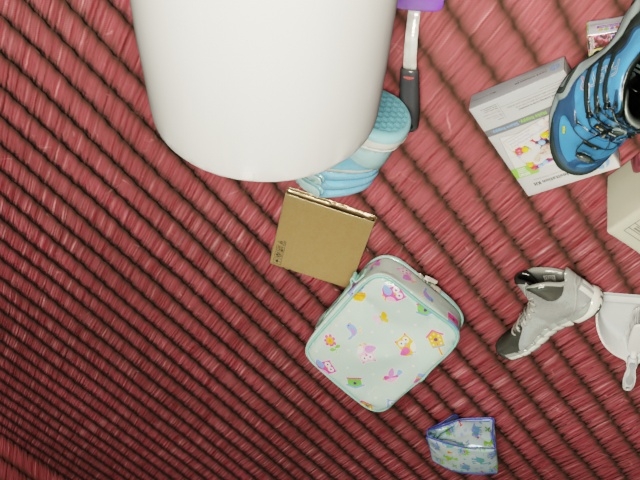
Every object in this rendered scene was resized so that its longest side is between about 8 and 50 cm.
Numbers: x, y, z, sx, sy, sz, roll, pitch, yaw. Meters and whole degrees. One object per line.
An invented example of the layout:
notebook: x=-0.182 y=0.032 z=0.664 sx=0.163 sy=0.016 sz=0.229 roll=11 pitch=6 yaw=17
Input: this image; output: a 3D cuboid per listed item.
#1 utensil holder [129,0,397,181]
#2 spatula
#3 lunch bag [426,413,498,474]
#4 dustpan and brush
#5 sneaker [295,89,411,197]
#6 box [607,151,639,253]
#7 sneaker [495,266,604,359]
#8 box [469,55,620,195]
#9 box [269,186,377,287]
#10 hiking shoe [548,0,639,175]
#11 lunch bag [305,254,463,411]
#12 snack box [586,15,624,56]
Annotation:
utensil holder: x=-0.064 y=-0.303 z=0.887 sx=0.328 sy=0.327 sz=0.385 roll=13 pitch=140 yaw=7
spatula: x=0.125 y=-0.263 z=1.081 sx=0.084 sy=0.030 sz=0.296 roll=9 pitch=139 yaw=12
lunch bag: x=0.319 y=0.460 z=1.750 sx=0.151 sy=0.096 sz=0.128 roll=-6 pitch=135 yaw=12
dustpan and brush: x=0.561 y=0.188 z=1.390 sx=0.147 sy=0.060 sz=0.211 roll=5 pitch=137 yaw=15
sneaker: x=-0.042 y=-0.167 z=1.180 sx=0.319 sy=0.127 sz=0.208 roll=25 pitch=143 yaw=2
box: x=0.529 y=-0.077 z=1.064 sx=0.149 sy=0.126 sz=0.232 roll=30 pitch=138 yaw=-13
sneaker: x=0.369 y=0.114 z=1.375 sx=0.132 sy=0.086 sz=0.229 roll=39 pitch=125 yaw=-15
box: x=0.323 y=-0.157 z=1.119 sx=0.145 sy=0.038 sz=0.186 roll=-18 pitch=128 yaw=35
box: x=0.000 y=0.000 z=1.421 sx=0.165 sy=0.021 sz=0.201 roll=18 pitch=139 yaw=1
hiking shoe: x=0.363 y=-0.173 z=0.956 sx=0.113 sy=0.132 sz=0.304 roll=19 pitch=142 yaw=0
lunch bag: x=0.115 y=0.166 z=1.449 sx=0.224 sy=0.108 sz=0.279 roll=40 pitch=120 yaw=0
snack box: x=0.418 y=-0.240 z=0.994 sx=0.141 sy=0.037 sz=0.100 roll=-3 pitch=136 yaw=24
